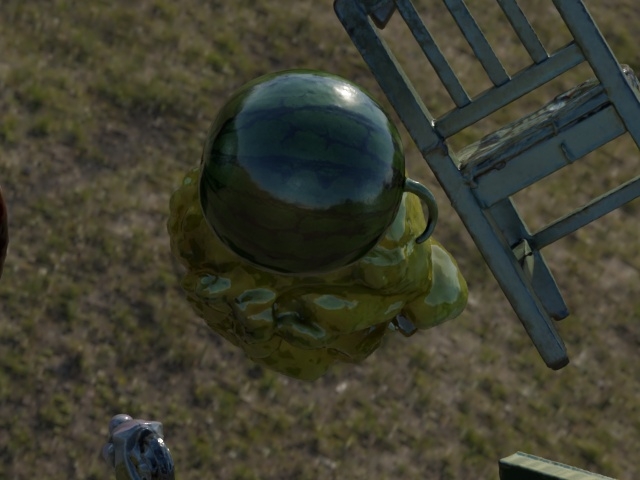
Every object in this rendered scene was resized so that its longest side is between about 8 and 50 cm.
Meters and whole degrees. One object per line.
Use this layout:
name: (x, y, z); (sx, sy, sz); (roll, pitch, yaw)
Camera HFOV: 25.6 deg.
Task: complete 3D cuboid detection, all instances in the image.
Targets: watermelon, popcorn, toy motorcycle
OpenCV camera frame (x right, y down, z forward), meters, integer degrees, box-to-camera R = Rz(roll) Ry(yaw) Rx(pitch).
watermelon: (-0.004, -0.032, 0.657); (0.109, 0.109, 0.109); (16, 34, -12)
popcorn: (0.000, 0.000, 1.202); (0.266, 0.233, 0.192); (26, 37, -17)
toy motorcycle: (-0.207, 0.273, 1.612); (0.073, 0.225, 0.152); (-14, 47, -24)

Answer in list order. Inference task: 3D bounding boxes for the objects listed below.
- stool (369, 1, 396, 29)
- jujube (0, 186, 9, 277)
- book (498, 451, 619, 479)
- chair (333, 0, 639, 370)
stool: (0.027, -0.423, 1.516); (0.310, 0.226, 0.310); (46, -1, -36)
jujube: (-0.410, -0.007, 1.099); (0.317, 0.223, 0.223); (2, 32, 11)
book: (0.308, 0.358, 1.320); (0.043, 0.260, 0.371); (-11, 11, -34)
chair: (0.139, -0.074, 0.903); (0.270, 0.136, 0.147); (58, 16, -5)
